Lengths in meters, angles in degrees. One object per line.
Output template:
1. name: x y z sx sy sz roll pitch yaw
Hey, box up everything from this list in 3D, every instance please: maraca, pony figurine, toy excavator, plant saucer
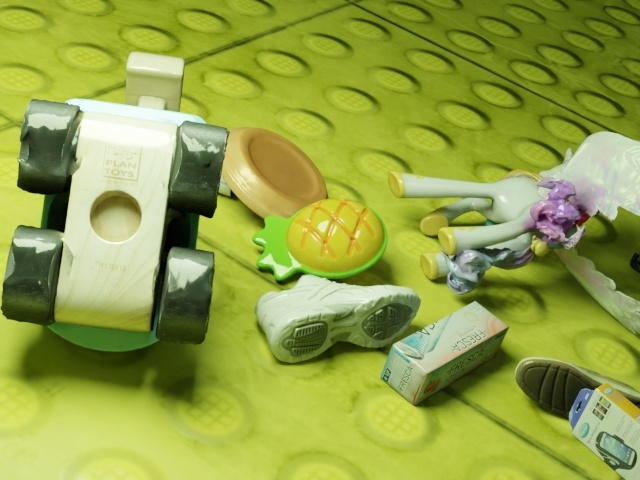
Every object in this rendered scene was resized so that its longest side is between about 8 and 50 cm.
1. maraca: 0.000 0.000 1.450 0.186 0.099 0.127 -9 54 -5
2. pony figurine: 0.324 -0.032 1.529 0.364 0.302 0.351 -12 32 -15
3. toy excavator: -0.243 -0.073 1.331 0.222 0.432 0.445 7 -9 -9
4. plant saucer: -0.064 -0.098 1.553 0.200 0.037 0.200 31 31 -21

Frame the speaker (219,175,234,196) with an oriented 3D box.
1. speaker: -0.187 -0.112 1.564 0.136 0.055 0.055 20 33 5

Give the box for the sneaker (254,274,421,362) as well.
1. sneaker: 0.021 0.079 1.351 0.232 0.090 0.115 -5 35 -31

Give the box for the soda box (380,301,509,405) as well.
1. soda box: 0.162 0.142 1.348 0.063 0.058 0.183 38 37 28

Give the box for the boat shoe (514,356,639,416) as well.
1. boat shoe: 0.335 0.191 1.361 0.190 0.068 0.072 24 20 -8

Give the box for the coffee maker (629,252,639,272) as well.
1. coffee maker: 0.593 0.013 1.626 0.171 0.178 0.120 22 32 7

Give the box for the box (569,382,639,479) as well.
1. box: 0.366 0.237 1.279 0.028 0.081 0.136 -15 45 -39
